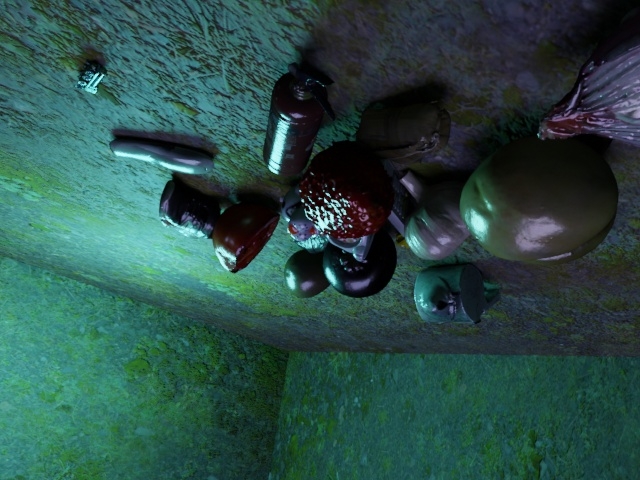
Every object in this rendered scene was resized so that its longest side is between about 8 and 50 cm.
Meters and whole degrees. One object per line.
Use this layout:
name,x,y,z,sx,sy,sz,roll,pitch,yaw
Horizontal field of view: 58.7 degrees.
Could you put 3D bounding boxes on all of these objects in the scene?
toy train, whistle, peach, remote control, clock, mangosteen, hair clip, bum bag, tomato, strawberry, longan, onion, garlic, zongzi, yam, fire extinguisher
toy train,-0.450,-0.319,1.119,0.045,0.029,0.092,14,159,-37
whistle,0.470,0.203,1.909,0.168,0.188,0.405,-9,154,39
peach,0.421,-0.078,1.106,0.293,0.247,0.292,11,-175,-1
remote control,-0.386,-0.202,1.385,0.256,0.045,0.097,11,160,2
clock,0.015,-0.069,1.426,0.254,0.188,0.189,13,160,7
mangosteen,0.115,0.059,1.636,0.243,0.242,0.243,8,160,3
hair clip,0.279,-0.014,1.609,0.072,0.046,0.173,31,151,-26
bum bag,0.000,0.000,1.769,0.198,0.049,0.087,-13,127,46
remote control,0.180,-0.095,1.351,0.034,0.103,0.250,1,158,28
tomato,-0.223,-0.026,1.610,0.140,0.200,0.233,42,149,5
strawberry,0.064,-0.093,1.119,0.205,0.205,0.244,12,-174,-9
longan,-0.041,0.110,1.914,0.189,0.189,0.189,8,160,3
onion,0.475,-0.237,0.773,0.349,0.159,0.267,1,148,40
garlic,0.262,-0.075,1.322,0.212,0.219,0.218,48,157,2
zongzi,0.190,-0.189,1.083,0.198,0.099,0.195,21,173,-38
yam,0.532,-0.184,1.077,0.027,0.033,0.129,-21,161,1
fire extinguisher,-0.036,-0.222,1.062,0.102,0.138,0.344,-33,171,-19

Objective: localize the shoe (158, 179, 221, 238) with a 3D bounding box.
shoe,-0.354,-0.071,1.620,0.137,0.114,0.291,8,163,18
